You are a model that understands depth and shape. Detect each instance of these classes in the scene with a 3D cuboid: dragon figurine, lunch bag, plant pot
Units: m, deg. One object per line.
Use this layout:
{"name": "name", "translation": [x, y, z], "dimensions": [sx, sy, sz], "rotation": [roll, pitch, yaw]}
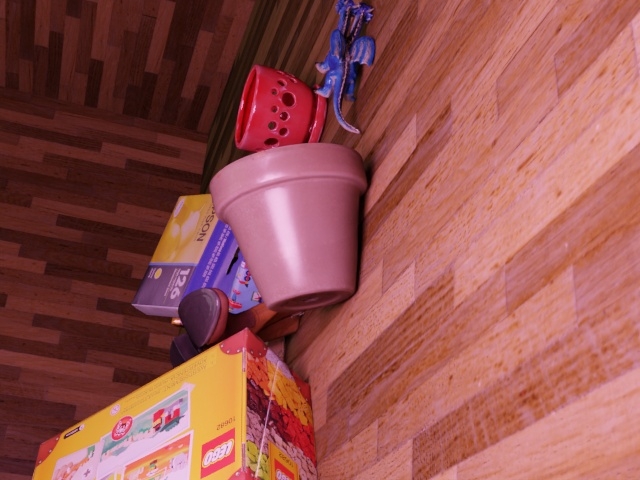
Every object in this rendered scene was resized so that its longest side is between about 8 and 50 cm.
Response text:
{"name": "dragon figurine", "translation": [0.049, -0.341, 1.667], "dimensions": [0.144, 0.085, 0.289], "rotation": [115, 162, -45]}
{"name": "lunch bag", "translation": [-0.119, 0.071, 1.957], "dimensions": [0.293, 0.138, 0.220], "rotation": [-85, 13, -61]}
{"name": "plant pot", "translation": [-0.039, -0.008, 1.469], "dimensions": [0.263, 0.263, 0.229], "rotation": [133, 130, -65]}
{"name": "plant pot", "translation": [-0.084, -0.277, 1.963], "dimensions": [0.191, 0.174, 0.191], "rotation": [-168, 90, -77]}

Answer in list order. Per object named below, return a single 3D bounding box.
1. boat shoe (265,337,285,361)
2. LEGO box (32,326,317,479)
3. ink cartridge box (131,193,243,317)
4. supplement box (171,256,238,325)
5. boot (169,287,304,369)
{"name": "boat shoe", "translation": [-0.095, 0.250, 1.841], "dimensions": [0.045, 0.050, 0.135], "rotation": [-143, 55, -71]}
{"name": "LEGO box", "translation": [-0.261, 0.431, 1.496], "dimensions": [0.500, 0.193, 0.372], "rotation": [-30, 34, 18]}
{"name": "ink cartridge box", "translation": [-0.285, 0.032, 2.054], "dimensions": [0.307, 0.072, 0.303], "rotation": [-4, 58, 51]}
{"name": "supplement box", "translation": [-0.255, 0.135, 2.228], "dimensions": [0.129, 0.194, 0.191], "rotation": [119, 161, -80]}
{"name": "boot", "translation": [-0.122, 0.140, 1.644], "dimensions": [0.096, 0.281, 0.264], "rotation": [54, 144, 30]}
